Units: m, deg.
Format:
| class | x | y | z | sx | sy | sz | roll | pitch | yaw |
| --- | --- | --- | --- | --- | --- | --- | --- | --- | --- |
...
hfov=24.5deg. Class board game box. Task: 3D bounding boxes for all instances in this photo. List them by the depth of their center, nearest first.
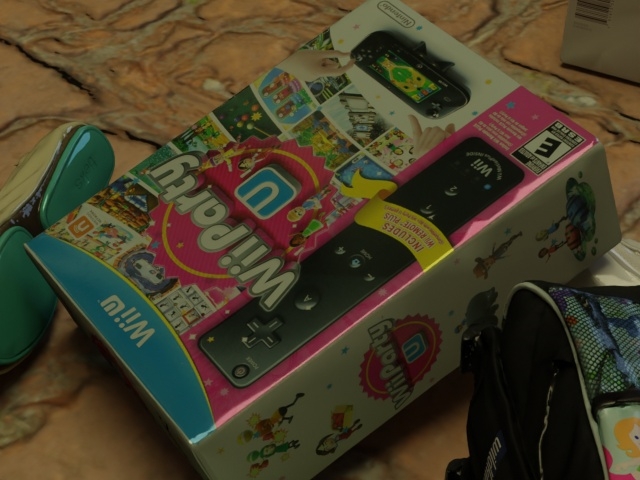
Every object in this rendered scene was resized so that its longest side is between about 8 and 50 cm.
| class | x | y | z | sx | sy | sz | roll | pitch | yaw |
| --- | --- | --- | --- | --- | --- | --- | --- | --- | --- |
| board game box | 0.000 | 0.000 | 0.935 | 0.303 | 0.097 | 0.224 | -37 | 48 | -12 |

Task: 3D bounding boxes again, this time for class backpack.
| class | x | y | z | sx | sy | sz | roll | pitch | yaw |
| --- | --- | --- | --- | --- | --- | --- | --- | --- | --- |
| backpack | 0.162 | 0.163 | 0.700 | 0.191 | 0.225 | 0.253 | 5 | 30 | -2 |

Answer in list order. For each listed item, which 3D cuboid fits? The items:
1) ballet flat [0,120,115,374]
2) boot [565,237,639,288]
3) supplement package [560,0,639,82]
| class | x | y | z | sx | sy | sz | roll | pitch | yaw |
| --- | --- | --- | --- | --- | --- | --- | --- | --- | --- |
| ballet flat | -0.214 | 0.008 | 1.018 | 0.086 | 0.086 | 0.248 | 9 | 38 | 10 |
| boot | 0.224 | 0.044 | 0.981 | 0.123 | 0.095 | 0.258 | -18 | 46 | -38 |
| supplement package | 0.320 | -0.253 | 1.301 | 0.134 | 0.139 | 0.244 | 18 | 41 | 19 |
